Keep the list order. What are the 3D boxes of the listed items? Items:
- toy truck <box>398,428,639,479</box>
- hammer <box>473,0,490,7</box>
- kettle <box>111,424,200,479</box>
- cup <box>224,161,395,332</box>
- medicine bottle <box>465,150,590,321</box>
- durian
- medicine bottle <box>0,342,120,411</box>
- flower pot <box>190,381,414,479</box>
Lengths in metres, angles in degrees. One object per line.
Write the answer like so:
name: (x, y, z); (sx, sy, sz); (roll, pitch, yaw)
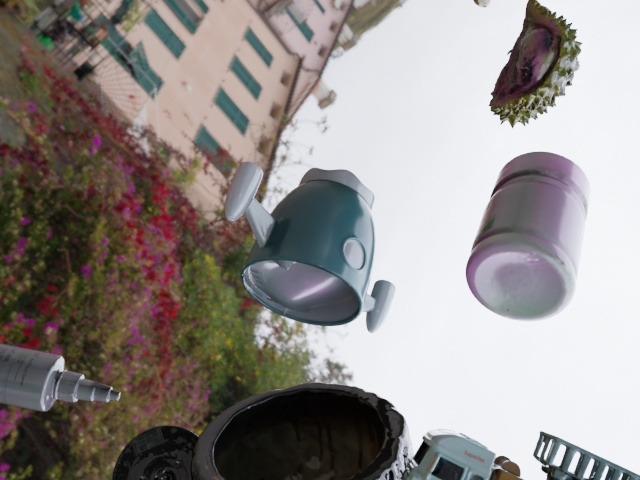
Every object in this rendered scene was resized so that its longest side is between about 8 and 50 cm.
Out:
toy truck: (0.153, 0.204, 0.544); (0.080, 0.177, 0.115); (74, 39, -80)
hammer: (0.124, -0.254, 0.577); (0.014, 0.029, 0.123); (-14, -99, 25)
kettle: (-0.190, 0.378, 1.017); (0.144, 0.232, 0.202); (-27, -110, -5)
cup: (0.000, 0.000, 0.906); (0.167, 0.299, 0.173); (-16, -137, 44)
medicine bottle: (0.434, -0.014, 1.418); (0.212, 0.212, 0.325); (-18, -151, 38)
durian: (0.339, -0.246, 1.007); (0.108, 0.119, 0.187); (-131, -121, -66)
medicine bottle: (-0.295, 0.133, 0.673); (0.057, 0.199, 0.058); (-169, -90, -87)
flower pot: (-0.010, 0.353, 0.851); (0.266, 0.267, 0.266); (-6, -161, 2)
